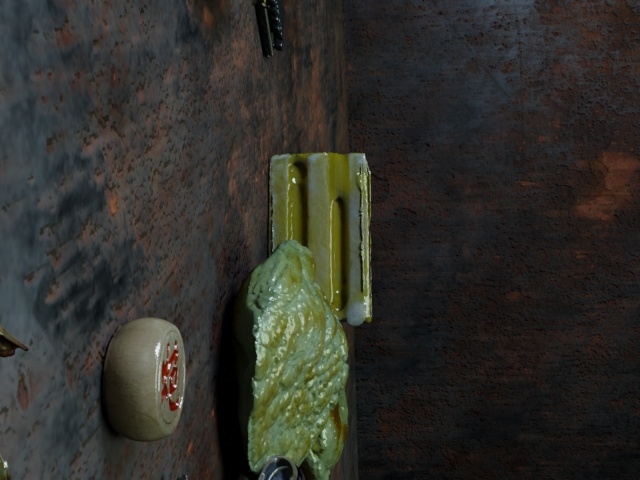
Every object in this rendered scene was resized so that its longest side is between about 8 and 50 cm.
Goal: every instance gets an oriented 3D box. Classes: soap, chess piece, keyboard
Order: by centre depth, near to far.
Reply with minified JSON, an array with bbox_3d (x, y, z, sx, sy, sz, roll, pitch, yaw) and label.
[{"bbox_3d":[-0.118,0.094,0.604,0.083,0.038,0.084,-2,90,-82],"label":"chess piece"},{"bbox_3d":[-0.073,-0.371,1.058,0.317,0.027,0.106,82,9,-50],"label":"keyboard"},{"bbox_3d":[0.000,0.000,1.194,0.076,0.134,0.234,49,40,-79],"label":"soap"}]

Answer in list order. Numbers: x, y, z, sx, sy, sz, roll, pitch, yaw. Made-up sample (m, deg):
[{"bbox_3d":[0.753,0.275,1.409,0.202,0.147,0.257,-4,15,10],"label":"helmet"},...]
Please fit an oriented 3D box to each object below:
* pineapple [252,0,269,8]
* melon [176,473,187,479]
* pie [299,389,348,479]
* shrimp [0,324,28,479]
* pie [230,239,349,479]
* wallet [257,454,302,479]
[{"bbox_3d":[-0.073,-0.329,0.838,0.225,0.076,0.225,2,90,-85],"label":"pineapple"},{"bbox_3d":[-0.091,0.240,0.625,0.182,0.054,0.098,-159,-102,-71],"label":"melon"},{"bbox_3d":[-0.006,0.246,1.328,0.248,0.089,0.201,-87,171,-53],"label":"pie"},{"bbox_3d":[-0.149,0.081,0.407,0.083,0.023,0.114,-85,168,-57],"label":"shrimp"},{"bbox_3d":[-0.042,0.141,0.988,0.257,0.105,0.275,-69,159,-45],"label":"pie"},{"bbox_3d":[-0.051,0.359,0.920,0.170,0.069,0.231,-65,161,-53],"label":"wallet"}]
